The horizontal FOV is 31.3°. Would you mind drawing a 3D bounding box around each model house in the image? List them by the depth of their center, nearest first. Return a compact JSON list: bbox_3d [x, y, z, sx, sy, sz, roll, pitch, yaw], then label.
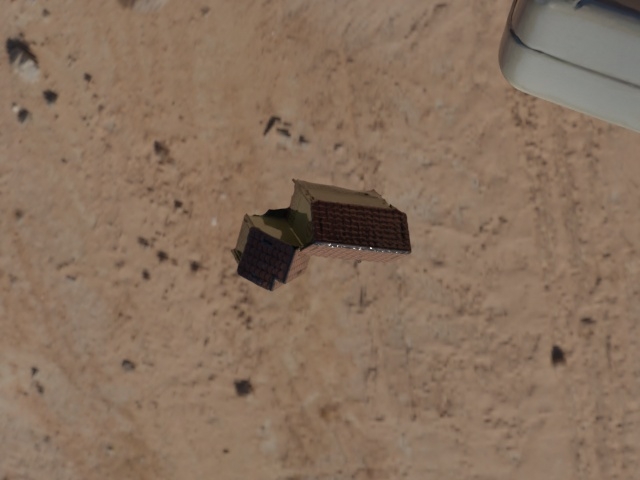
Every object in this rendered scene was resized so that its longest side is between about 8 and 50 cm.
[{"bbox_3d":[0.000,0.000,0.631,0.083,0.058,0.057,7,114,-25],"label":"model house"}]

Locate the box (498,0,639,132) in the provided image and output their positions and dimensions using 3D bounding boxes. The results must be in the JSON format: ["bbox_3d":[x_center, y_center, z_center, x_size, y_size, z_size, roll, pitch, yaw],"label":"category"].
[{"bbox_3d":[0.150,-0.149,0.453,0.103,0.244,0.055,20,149,6],"label":"box"}]
